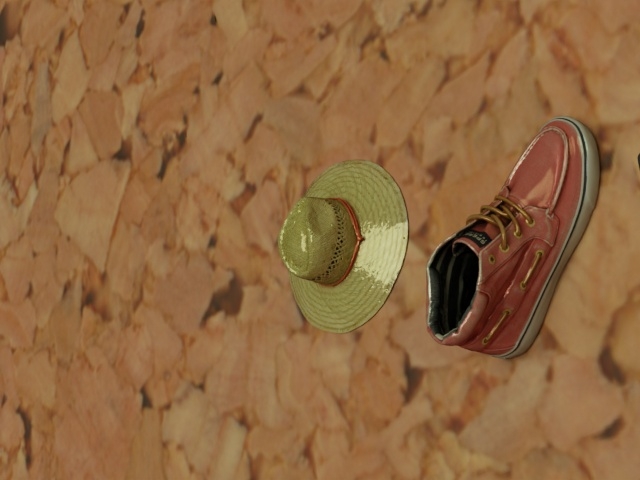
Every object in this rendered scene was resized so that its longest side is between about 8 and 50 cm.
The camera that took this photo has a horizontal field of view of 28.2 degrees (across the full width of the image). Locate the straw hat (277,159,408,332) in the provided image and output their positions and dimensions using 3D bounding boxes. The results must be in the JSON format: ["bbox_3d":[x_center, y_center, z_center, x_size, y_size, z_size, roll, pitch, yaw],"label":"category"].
[{"bbox_3d":[0.000,0.000,1.022,0.144,0.061,0.145,-12,73,44],"label":"straw hat"}]

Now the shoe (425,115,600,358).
[{"bbox_3d":[0.131,-0.005,0.877,0.063,0.081,0.178,25,100,45],"label":"shoe"}]

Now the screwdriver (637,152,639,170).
[{"bbox_3d":[0.236,0.019,0.818,0.024,0.025,0.170,-25,73,38],"label":"screwdriver"}]
